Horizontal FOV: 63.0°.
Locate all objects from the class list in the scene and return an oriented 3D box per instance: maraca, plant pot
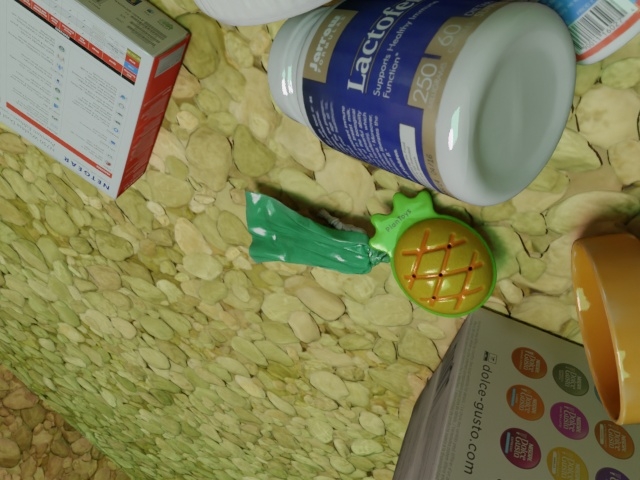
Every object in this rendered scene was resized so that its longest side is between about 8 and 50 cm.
[{"bbox_3d":[0.147,0.019,0.692,0.127,0.099,0.186,-44,87,15],"label":"maraca"},{"bbox_3d":[0.393,0.083,0.558,0.187,0.205,0.205,-10,126,17],"label":"plant pot"}]

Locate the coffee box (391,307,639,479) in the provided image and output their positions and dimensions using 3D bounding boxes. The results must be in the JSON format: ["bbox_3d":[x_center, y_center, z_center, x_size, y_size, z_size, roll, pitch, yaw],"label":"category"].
[{"bbox_3d":[0.296,0.369,0.760,0.334,0.338,0.338,21,137,9],"label":"coffee box"}]

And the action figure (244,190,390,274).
[{"bbox_3d":[0.000,0.000,0.779,0.232,0.063,0.137,14,134,23],"label":"action figure"}]

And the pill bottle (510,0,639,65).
[{"bbox_3d":[0.167,-0.252,0.404,0.221,0.124,0.124,37,137,-6],"label":"pill bottle"}]

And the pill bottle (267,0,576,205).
[{"bbox_3d":[0.072,-0.141,0.479,0.264,0.153,0.153,31,148,45],"label":"pill bottle"}]

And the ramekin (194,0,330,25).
[{"bbox_3d":[-0.040,-0.276,0.445,0.207,0.207,0.109,4,141,26],"label":"ramekin"}]

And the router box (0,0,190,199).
[{"bbox_3d":[-0.379,-0.259,0.730,0.335,0.082,0.301,36,138,-6],"label":"router box"}]
